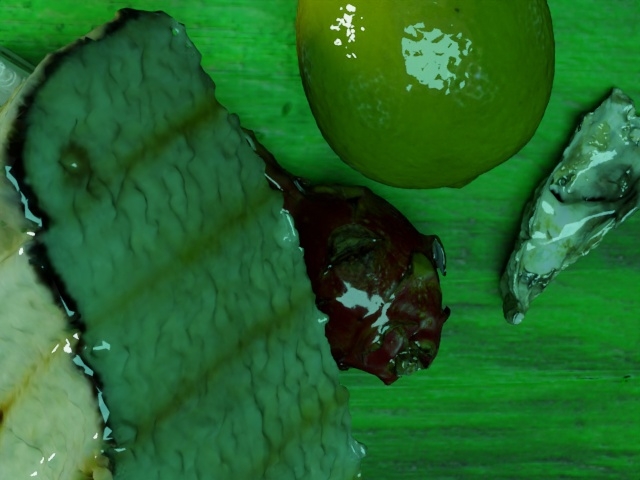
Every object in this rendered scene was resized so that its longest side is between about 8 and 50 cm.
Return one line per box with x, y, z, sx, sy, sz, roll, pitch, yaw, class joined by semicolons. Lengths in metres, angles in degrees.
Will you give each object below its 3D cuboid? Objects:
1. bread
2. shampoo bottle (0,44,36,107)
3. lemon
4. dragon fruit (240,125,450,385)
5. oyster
-0.164;0.060;1.071;0.239;0.264;0.395;-33;108;-44;bread
-0.275;-0.056;1.129;0.069;0.041;0.191;31;103;-24;shampoo bottle
0.071;-0.143;1.081;0.184;0.184;0.248;-17;114;-3;lemon
0.000;0.000;1.156;0.246;0.125;0.125;42;92;-14;dragon fruit
0.200;-0.033;1.224;0.200;0.061;0.106;-37;95;3;oyster
